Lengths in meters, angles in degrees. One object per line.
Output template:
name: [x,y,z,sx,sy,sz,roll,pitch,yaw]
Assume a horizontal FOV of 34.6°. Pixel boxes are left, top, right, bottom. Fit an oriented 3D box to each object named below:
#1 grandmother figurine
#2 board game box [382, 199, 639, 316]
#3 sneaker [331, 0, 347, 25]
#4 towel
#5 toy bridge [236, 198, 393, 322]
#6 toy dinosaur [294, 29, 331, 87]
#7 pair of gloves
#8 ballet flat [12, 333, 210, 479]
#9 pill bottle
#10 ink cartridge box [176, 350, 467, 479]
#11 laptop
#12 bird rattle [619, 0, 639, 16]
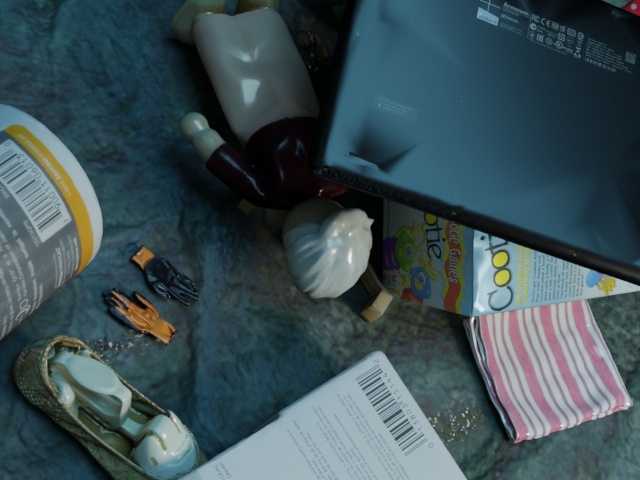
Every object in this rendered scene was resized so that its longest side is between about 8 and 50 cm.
grandmother figurine: [-0.033,-0.100,1.020,0.208,0.104,0.342,-14,64,-13]
board game box: [0.215,-0.014,1.084,0.275,0.142,0.144,-5,99,-34]
sneaker: [0.108,-0.371,1.264,0.146,0.134,0.343,26,53,-16]
towel: [0.254,0.134,1.127,0.197,0.029,0.144,-7,68,-35]
toy bridge: [0.000,0.000,1.049,0.188,0.026,0.063,42,47,-4]
toy dinosaur: [0.087,-0.158,1.142,0.268,0.064,0.118,34,38,28]
pair of gloves: [-0.153,0.050,0.935,0.074,0.010,0.083,37,47,-7]
ballet flat: [-0.158,0.150,0.835,0.206,0.067,0.073,37,49,-9]
pill bottle: [-0.306,0.027,0.754,0.162,0.162,0.278,45,50,-1]
ink cartridge box: [0.036,0.278,0.882,0.261,0.066,0.296,-26,78,-40]
laptop: [0.174,-0.163,1.043,0.382,0.236,0.408,18,72,-14]
bird rattle: [0.422,-0.213,1.379,0.207,0.143,0.253,-16,69,-20]
